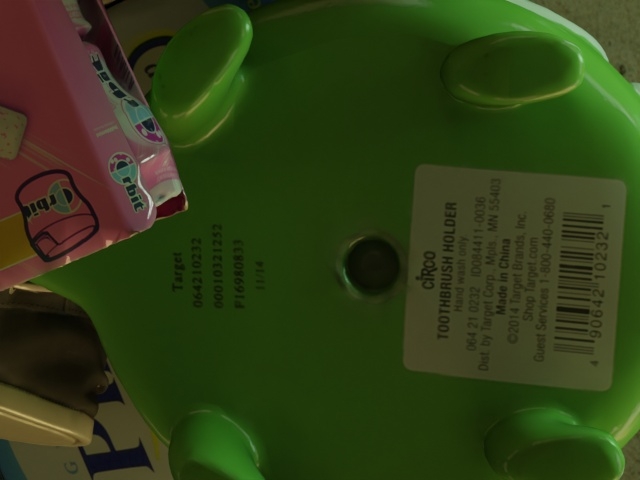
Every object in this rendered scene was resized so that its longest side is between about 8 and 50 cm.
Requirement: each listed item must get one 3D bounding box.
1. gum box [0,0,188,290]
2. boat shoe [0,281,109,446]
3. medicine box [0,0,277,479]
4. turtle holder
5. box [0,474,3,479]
[{"bbox_3d":[-0.141,-0.024,0.571,0.188,0.107,0.062,-22,-176,14],"label":"gum box"},{"bbox_3d":[-0.229,0.018,0.911,0.112,0.095,0.335,-6,158,36],"label":"boat shoe"},{"bbox_3d":[-0.074,-0.005,1.092,0.289,0.263,0.149,-22,-177,24],"label":"medicine box"},{"bbox_3d":[0.013,0.015,0.858,0.320,0.243,0.227,-26,180,16],"label":"turtle holder"},{"bbox_3d":[-0.291,0.171,1.543,0.472,0.480,0.297,-24,-174,-24],"label":"box"}]
